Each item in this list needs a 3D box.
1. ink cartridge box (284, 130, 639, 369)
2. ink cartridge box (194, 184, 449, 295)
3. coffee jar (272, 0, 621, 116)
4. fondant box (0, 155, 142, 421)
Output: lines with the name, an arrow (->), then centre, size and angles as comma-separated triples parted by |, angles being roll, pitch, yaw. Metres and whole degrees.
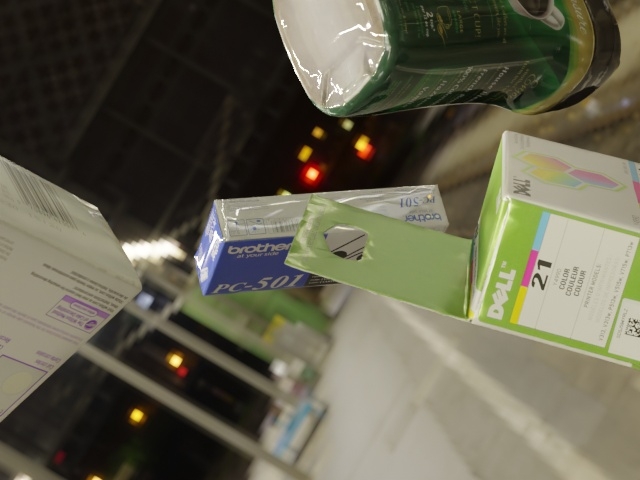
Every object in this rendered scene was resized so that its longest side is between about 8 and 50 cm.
ink cartridge box -> 0.117, -0.014, 1.243 | 0.189, 0.255, 0.097 | -72, -3, -72
ink cartridge box -> 0.000, 0.000, 1.575 | 0.097, 0.207, 0.046 | 114, 146, -56
coffee jar -> 0.071, -0.114, 0.932 | 0.184, 0.096, 0.079 | -4, -27, -39
fondant box -> -0.323, 0.075, 1.240 | 0.330, 0.096, 0.238 | -43, -37, 11
